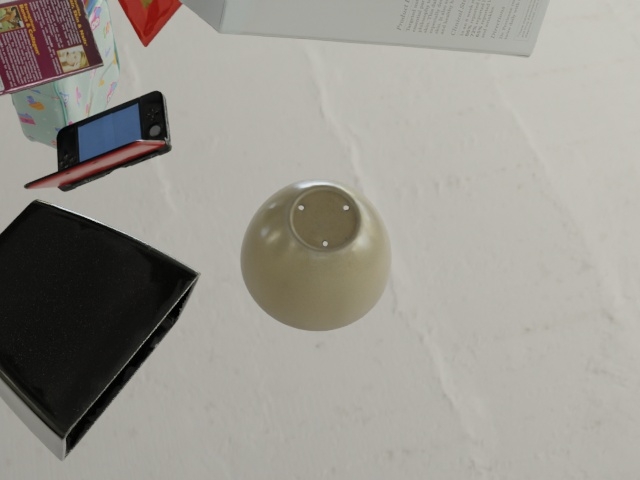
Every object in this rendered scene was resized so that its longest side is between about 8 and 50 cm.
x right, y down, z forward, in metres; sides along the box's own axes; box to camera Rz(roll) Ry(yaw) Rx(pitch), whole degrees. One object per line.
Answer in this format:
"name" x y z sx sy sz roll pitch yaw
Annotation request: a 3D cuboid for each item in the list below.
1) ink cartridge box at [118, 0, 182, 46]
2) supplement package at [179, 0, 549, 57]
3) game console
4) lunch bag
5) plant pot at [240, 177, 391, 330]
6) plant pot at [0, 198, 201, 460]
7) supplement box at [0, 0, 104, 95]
"ink cartridge box" -0.188 -0.363 0.927 0.066 0.296 0.261 -23 -96 -41
"supplement package" 0.022 -0.260 0.677 0.263 0.199 0.198 -3 -150 -33
"game console" -0.246 -0.113 1.066 0.144 0.085 0.124 -19 -120 13
"lunch bag" -0.422 -0.289 1.618 0.108 0.279 0.224 18 -114 1
"plant pot" 0.000 0.000 1.740 0.284 0.191 0.284 2 -113 -5
"plant pot" -0.244 0.074 0.909 0.167 0.188 0.187 38 -114 -1
"supplement box" -0.374 -0.237 1.189 0.081 0.104 0.188 -5 -163 41
